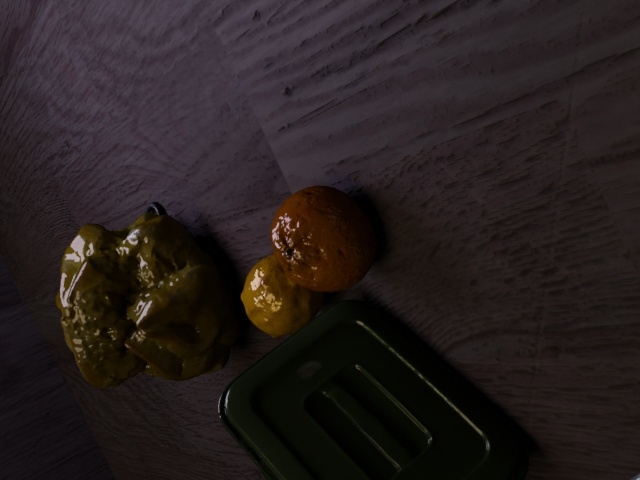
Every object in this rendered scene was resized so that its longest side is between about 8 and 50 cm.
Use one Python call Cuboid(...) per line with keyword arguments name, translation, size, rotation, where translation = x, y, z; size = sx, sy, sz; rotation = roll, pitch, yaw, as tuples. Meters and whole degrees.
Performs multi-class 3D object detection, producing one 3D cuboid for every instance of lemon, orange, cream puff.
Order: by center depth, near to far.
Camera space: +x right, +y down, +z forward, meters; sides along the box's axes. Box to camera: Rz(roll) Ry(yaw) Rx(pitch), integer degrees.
Cuboid(name="orange", translation=(-0.001, 0.001, 1.043), size=(0.135, 0.117, 0.135), rotation=(43, 144, 42))
Cuboid(name="lemon", translation=(-0.054, 0.077, 1.191), size=(0.114, 0.114, 0.155), rotation=(55, 150, 11))
Cuboid(name="cream puff", translation=(-0.289, 0.131, 1.444), size=(0.274, 0.270, 0.323), rotation=(19, 136, 38))

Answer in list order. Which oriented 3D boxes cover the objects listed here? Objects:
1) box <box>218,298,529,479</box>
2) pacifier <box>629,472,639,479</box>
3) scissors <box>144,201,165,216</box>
Cuboid(name="box", translation=(0.062, 0.260, 1.053), size=(0.329, 0.253, 0.178), rotation=(43, 159, 31))
Cuboid(name="pacifier", translation=(0.354, 0.341, 0.645), size=(0.288, 0.269, 0.343), rotation=(-19, 103, 35))
Cuboid(name="scissors", translation=(-0.310, 0.046, 1.654), size=(0.109, 0.022, 0.300), rotation=(47, 147, 25))
